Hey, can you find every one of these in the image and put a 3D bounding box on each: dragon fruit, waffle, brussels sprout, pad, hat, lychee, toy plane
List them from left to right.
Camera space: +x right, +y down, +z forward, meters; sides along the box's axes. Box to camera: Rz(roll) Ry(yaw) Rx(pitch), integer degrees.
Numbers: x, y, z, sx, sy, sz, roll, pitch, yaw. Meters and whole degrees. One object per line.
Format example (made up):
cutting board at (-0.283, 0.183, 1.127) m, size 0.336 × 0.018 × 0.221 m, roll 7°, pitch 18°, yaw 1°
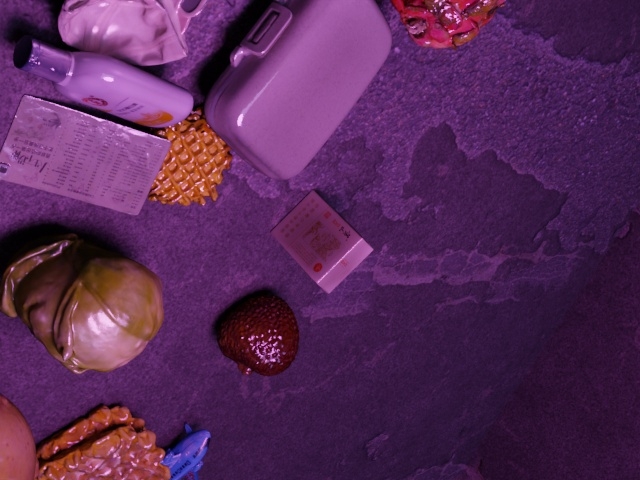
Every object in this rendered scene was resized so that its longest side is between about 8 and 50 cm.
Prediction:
brussels sprout at (-0.419, 0.113, 1.582) m, size 0.294 × 0.259 × 0.227 m, roll 19°, pitch 105°, yaw -49°
pad at (-0.400, -0.137, 1.511) m, size 0.265 × 0.009 × 0.159 m, roll 16°, pitch 114°, yaw -32°
waffle at (-0.501, 0.524, 1.957) m, size 0.324 × 0.151 × 0.261 m, roll -35°, pitch 121°, yaw -17°
hat at (-0.291, -0.393, 1.361) m, size 0.219 × 0.164 × 0.226 m, roll 17°, pitch 85°, yaw -45°
toy plane at (-0.362, 0.552, 2.172) m, size 0.271 × 0.105 × 0.254 m, roll -53°, pitch 142°, yaw 10°
waffle at (-0.251, -0.154, 1.642) m, size 0.193 × 0.070 × 0.197 m, roll -12°, pitch 130°, yaw -34°
lychee at (-0.132, 0.219, 2.007) m, size 0.194 × 0.194 × 0.194 m, roll -24°, pitch 138°, yaw -24°
dragon fruit at (0.245, -0.491, 1.638) m, size 0.269 × 0.250 × 0.291 m, roll -18°, pitch 133°, yaw -57°

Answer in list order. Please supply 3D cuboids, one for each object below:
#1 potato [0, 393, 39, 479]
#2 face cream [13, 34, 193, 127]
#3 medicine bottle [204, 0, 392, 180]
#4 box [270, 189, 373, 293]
potato at (-0.693, 0.385, 1.521) m, size 0.442 × 0.385 × 0.319 m, roll -5°, pitch 178°, yaw 13°
face cream at (-0.345, -0.250, 1.416) m, size 0.291 × 0.144 × 0.071 m, roll 18°, pitch 73°, yaw -50°
medicine bottle at (-0.032, -0.303, 1.617) m, size 0.375 × 0.123 × 0.282 m, roll -53°, pitch 141°, yaw -4°
box at (0.000, 0.000, 1.903) m, size 0.141 × 0.201 × 0.058 m, roll -46°, pitch 138°, yaw 0°
